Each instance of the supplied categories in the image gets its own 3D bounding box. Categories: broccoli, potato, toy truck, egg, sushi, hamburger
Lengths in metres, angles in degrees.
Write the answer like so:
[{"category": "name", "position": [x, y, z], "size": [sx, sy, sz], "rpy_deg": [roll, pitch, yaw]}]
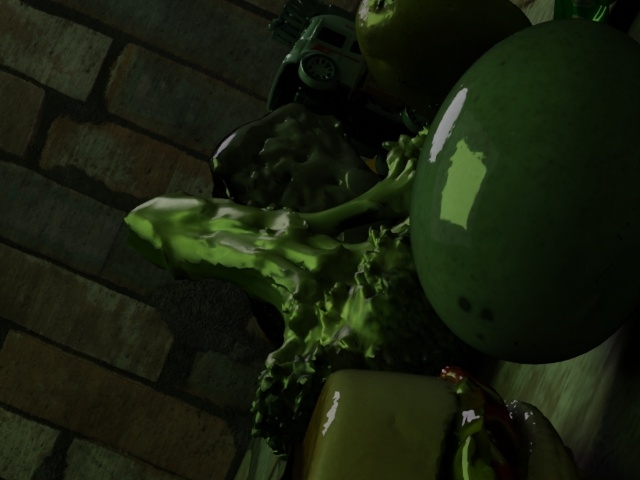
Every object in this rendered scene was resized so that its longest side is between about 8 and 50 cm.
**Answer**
[{"category": "broccoli", "position": [-0.025, 0.066, 1.002], "size": [0.353, 0.396, 0.275], "rpy_deg": [-82, -10, -60]}, {"category": "potato", "position": [0.141, -0.196, 1.062], "size": [0.169, 0.248, 0.144], "rpy_deg": [-27, 51, 37]}, {"category": "toy truck", "position": [0.079, -0.204, 1.335], "size": [0.133, 0.338, 0.184], "rpy_deg": [118, 174, -56]}, {"category": "egg", "position": [0.145, -0.035, 0.632], "size": [0.169, 0.169, 0.237], "rpy_deg": [123, 170, -71]}, {"category": "sushi", "position": [0.000, 0.000, 1.255], "size": [0.349, 0.234, 0.207], "rpy_deg": [65, 158, 20]}, {"category": "hamburger", "position": [0.044, 0.217, 0.586], "size": [0.302, 0.170, 0.302], "rpy_deg": [-161, 90, -89]}]

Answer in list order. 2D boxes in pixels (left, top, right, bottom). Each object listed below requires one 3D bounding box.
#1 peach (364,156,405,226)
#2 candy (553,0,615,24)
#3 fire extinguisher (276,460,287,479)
[{"category": "peach", "position": [0.072, -0.031, 1.636], "size": [0.251, 0.153, 0.251], "rpy_deg": [-50, 0, 0]}, {"category": "candy", "position": [0.270, -0.255, 0.960], "size": [0.141, 0.078, 0.203], "rpy_deg": [-73, 1, -61]}, {"category": "fire extinguisher", "position": [0.011, 0.324, 1.154], "size": [0.376, 0.113, 0.200], "rpy_deg": [-73, -36, -72]}]
